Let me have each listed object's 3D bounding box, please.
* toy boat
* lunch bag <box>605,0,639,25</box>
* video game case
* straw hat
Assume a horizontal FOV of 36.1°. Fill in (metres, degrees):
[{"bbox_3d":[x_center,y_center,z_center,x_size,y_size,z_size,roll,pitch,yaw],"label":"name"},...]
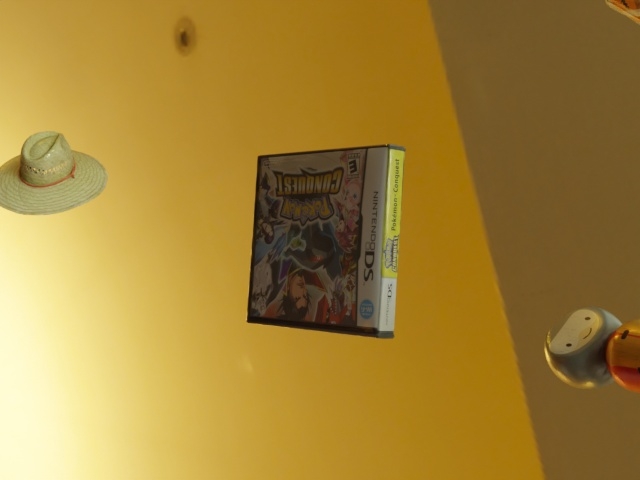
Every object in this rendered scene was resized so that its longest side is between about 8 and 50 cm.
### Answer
[{"bbox_3d":[0.343,0.075,0.830,0.148,0.318,0.268,1,-85,56],"label":"toy boat"},{"bbox_3d":[0.340,-0.276,0.676,0.115,0.243,0.303,47,-42,27],"label":"lunch bag"},{"bbox_3d":[0.000,0.000,1.349,0.274,0.035,0.248,1,-94,47],"label":"video game case"},{"bbox_3d":[-0.323,-0.094,1.161,0.144,0.144,0.061,38,-42,35],"label":"straw hat"}]
